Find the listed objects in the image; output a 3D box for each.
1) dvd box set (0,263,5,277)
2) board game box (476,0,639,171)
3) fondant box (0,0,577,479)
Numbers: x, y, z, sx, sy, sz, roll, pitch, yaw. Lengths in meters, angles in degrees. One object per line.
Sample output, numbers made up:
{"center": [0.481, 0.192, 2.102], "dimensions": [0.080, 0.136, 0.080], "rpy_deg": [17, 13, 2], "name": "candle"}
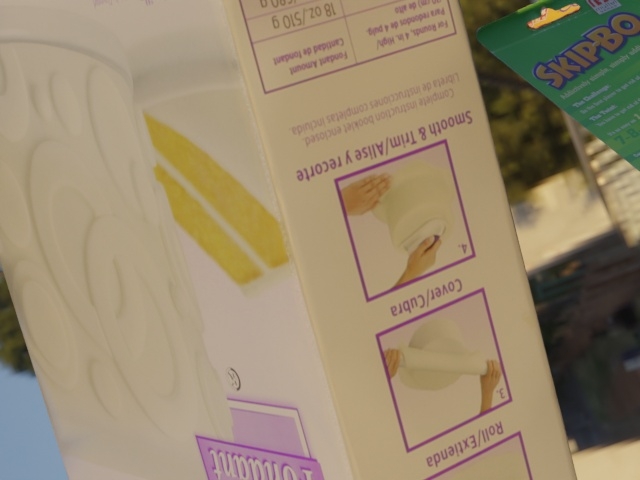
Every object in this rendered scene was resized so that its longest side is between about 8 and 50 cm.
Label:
{"center": [-0.205, -0.152, 1.661], "dimensions": [0.307, 0.062, 0.420], "rpy_deg": [6, -79, -58], "name": "dvd box set"}
{"center": [0.239, -0.117, 1.085], "dimensions": [0.259, 0.124, 0.039], "rpy_deg": [29, -124, -38], "name": "board game box"}
{"center": [-0.032, 0.022, 0.568], "dimensions": [0.238, 0.096, 0.330], "rpy_deg": [0, 109, 56], "name": "fondant box"}
